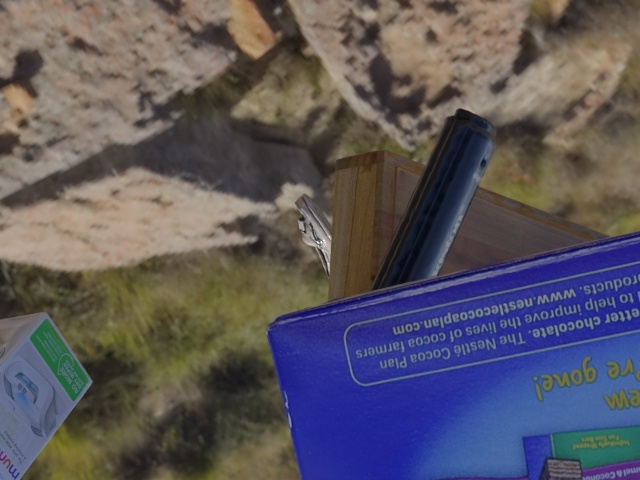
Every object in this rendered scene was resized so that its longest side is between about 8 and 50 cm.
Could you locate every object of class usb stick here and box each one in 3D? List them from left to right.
[{"bbox_3d":[0.085,0.019,1.071,0.077,0.045,0.278,20,94,-61],"label":"usb stick"}]

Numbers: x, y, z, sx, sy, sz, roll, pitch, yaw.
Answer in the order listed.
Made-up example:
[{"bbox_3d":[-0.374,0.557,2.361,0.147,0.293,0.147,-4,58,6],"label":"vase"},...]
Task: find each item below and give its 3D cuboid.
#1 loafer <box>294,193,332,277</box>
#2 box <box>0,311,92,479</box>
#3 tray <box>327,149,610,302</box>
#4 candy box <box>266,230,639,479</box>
[{"bbox_3d":[0.000,0.000,1.357,0.039,0.045,0.125,-32,130,6],"label":"loafer"},{"bbox_3d":[-0.458,0.222,1.494,0.262,0.231,0.127,-10,120,33],"label":"box"},{"bbox_3d":[0.177,0.054,1.300,0.076,0.203,0.411,-9,162,43],"label":"tray"},{"bbox_3d":[0.150,0.150,0.424,0.268,0.317,0.122,-13,177,19],"label":"candy box"}]
